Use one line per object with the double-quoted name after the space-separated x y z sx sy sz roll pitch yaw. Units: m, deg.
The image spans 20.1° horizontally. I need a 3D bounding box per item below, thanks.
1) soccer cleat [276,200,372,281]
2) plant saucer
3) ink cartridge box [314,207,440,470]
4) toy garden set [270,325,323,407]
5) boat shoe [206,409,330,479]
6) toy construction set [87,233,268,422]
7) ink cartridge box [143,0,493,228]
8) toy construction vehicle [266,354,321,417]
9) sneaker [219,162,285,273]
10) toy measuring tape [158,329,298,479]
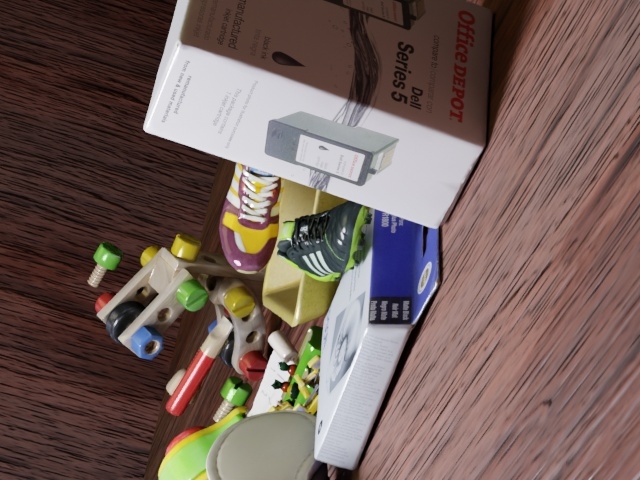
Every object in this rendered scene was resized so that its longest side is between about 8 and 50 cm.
0.000 0.000 1.682 0.179 0.072 0.060 129 159 -72 "soccer cleat"
0.018 -0.077 1.940 0.333 0.081 0.332 -163 83 -81 "plant saucer"
0.050 0.057 1.650 0.223 0.045 0.224 -85 14 -57 "ink cartridge box"
-0.053 0.239 1.973 0.244 0.049 0.203 -85 14 -55 "toy garden set"
-0.038 0.251 1.635 0.324 0.117 0.096 -101 0 -72 "boat shoe"
-0.130 0.064 2.309 0.237 0.257 0.309 -58 21 16 "toy construction set"
0.005 -0.149 1.569 0.198 0.273 0.114 -82 14 -45 "ink cartridge box"
-0.023 0.165 1.859 0.098 0.035 0.086 -44 22 4 "toy construction vehicle"
-0.072 -0.057 2.014 0.084 0.070 0.185 105 171 -68 "sneaker"
-0.121 0.242 2.169 0.121 0.121 0.330 -83 12 -49 "toy measuring tape"
